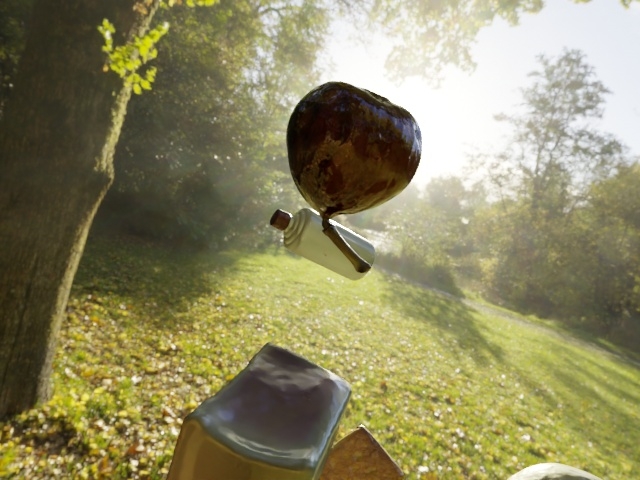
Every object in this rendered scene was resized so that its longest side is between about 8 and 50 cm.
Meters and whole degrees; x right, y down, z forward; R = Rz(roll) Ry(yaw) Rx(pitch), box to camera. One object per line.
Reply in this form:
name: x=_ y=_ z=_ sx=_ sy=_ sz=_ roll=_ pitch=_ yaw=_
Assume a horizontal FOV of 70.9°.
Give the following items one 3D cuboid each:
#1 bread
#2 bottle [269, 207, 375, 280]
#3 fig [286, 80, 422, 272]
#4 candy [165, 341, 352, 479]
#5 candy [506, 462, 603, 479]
bread: x=0.104 y=0.687 z=1.313 sx=0.235 sy=0.099 sz=0.210 roll=-25 pitch=51 yaw=-33
bottle: x=0.000 y=0.000 z=0.997 sx=0.245 sy=0.104 sz=0.104 roll=28 pitch=-1 yaw=-26
fig: x=0.028 y=-0.104 z=0.678 sx=0.203 sy=0.250 sz=0.186 roll=10 pitch=27 yaw=-38
candy: x=-0.092 y=0.326 z=0.546 sx=0.145 sy=0.359 sz=0.208 roll=20 pitch=12 yaw=12
candy: x=0.482 y=0.612 z=0.740 sx=0.426 sy=0.386 sz=0.186 roll=20 pitch=-21 yaw=20
